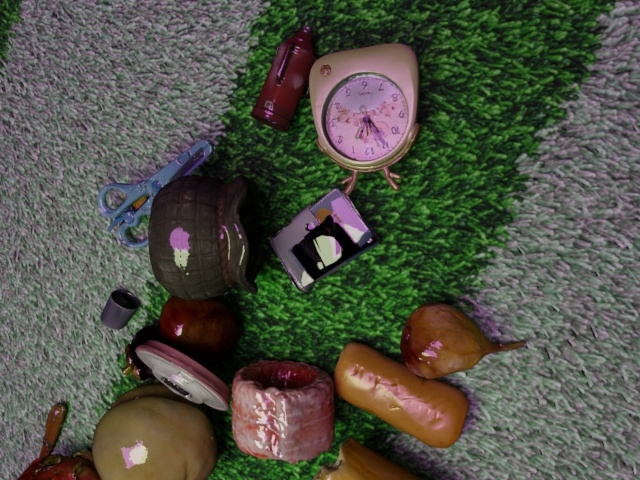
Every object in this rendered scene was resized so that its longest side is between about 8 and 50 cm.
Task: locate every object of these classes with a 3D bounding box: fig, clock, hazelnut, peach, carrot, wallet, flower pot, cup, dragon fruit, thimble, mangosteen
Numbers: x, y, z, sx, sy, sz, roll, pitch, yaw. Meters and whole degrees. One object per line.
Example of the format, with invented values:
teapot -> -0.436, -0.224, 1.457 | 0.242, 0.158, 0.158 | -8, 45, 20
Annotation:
fig -> 0.298, 0.211, 1.115 | 0.257, 0.159, 0.159 | 2, 94, -2
clock -> 0.101, -0.254, 1.158 | 0.235, 0.096, 0.308 | -3, 92, 15
hazelnut -> -0.289, 0.202, 1.263 | 0.178, 0.204, 0.178 | -16, 60, 30
peach -> -0.382, 0.476, 1.261 | 0.292, 0.292, 0.247 | 37, 79, 13
carrot -> -0.767, 0.564, 1.518 | 0.049, 0.049, 0.254 | 27, 105, 15
wallet -> 0.000, 0.000, 1.222 | 0.231, 0.069, 0.170 | -35, 87, 16
flower pot -> -0.244, -0.010, 1.201 | 0.213, 0.302, 0.301 | -2, 92, 2
cup -> -0.530, 0.175, 1.406 | 0.077, 0.078, 0.100 | -54, 44, 18
clock -> -0.304, 0.305, 1.188 | 0.244, 0.244, 0.056 | 24, 62, 15
dragon fruit -> -0.632, 0.678, 1.372 | 0.291, 0.250, 0.269 | 11, 104, 2
thimble -> -0.082, 0.371, 1.185 | 0.239, 0.239, 0.162 | 4, 95, 18
mangosteen -> -0.427, 0.286, 1.336 | 0.151, 0.137, 0.137 | -31, 83, -6

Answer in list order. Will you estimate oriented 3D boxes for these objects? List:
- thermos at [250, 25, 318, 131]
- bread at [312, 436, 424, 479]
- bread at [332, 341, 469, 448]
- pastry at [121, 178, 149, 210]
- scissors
thermos -> -0.072, -0.369, 1.198 | 0.099, 0.124, 0.232 | 23, 93, 12
bread -> 0.127, 0.645, 1.130 | 0.394, 0.250, 0.361 | 26, 103, 11
bread -> 0.166, 0.340, 1.178 | 0.305, 0.091, 0.142 | 23, 94, 15
pastry -> -0.431, -0.119, 1.360 | 0.140, 0.056, 0.080 | -23, 97, 16
scissors -> -0.397, -0.121, 1.303 | 0.393, 0.032, 0.180 | -33, 101, 24
